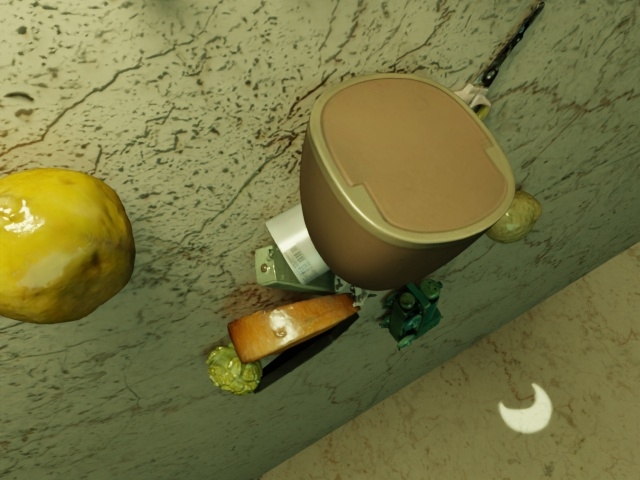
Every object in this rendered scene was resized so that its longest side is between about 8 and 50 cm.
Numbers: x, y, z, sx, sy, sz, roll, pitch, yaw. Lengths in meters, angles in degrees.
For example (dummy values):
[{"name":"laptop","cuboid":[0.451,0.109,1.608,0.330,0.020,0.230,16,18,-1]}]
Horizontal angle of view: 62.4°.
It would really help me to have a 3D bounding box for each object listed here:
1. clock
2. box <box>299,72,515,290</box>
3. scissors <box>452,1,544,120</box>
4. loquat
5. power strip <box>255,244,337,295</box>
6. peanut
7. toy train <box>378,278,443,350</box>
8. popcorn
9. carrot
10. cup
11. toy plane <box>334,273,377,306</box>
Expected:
[{"name":"clock","cuboid":[-0.042,0.288,1.417,0.279,0.049,0.273,-38,174,20]},{"name":"box","cuboid":[0.108,-0.072,0.801,0.300,0.301,0.216,-17,154,-23]},{"name":"scissors","cuboid":[0.275,-0.266,0.916,0.160,0.024,0.317,-5,143,-38]},{"name":"loquat","cuboid":[-0.323,0.009,0.637,0.187,0.176,0.234,-29,163,-2]},{"name":"power strip","cuboid":[-0.039,0.067,1.100,0.052,0.078,0.272,-15,162,30]},{"name":"peanut","cuboid":[0.496,-0.060,1.374,0.159,0.109,0.140,-29,153,1]},{"name":"toy train","cuboid":[0.293,0.221,1.644,0.194,0.120,0.298,-31,153,-14]},{"name":"popcorn","cuboid":[-0.211,0.318,1.297,0.162,0.136,0.141,-42,157,17]},{"name":"carrot","cuboid":[-0.052,0.181,1.187,0.307,0.100,0.258,-17,172,-31]},{"name":"cup","cuboid":[0.003,0.003,0.965,0.142,0.134,0.173,-31,125,-3]},{"name":"toy plane","cuboid":[0.108,0.066,1.183,0.234,0.160,0.082,3,174,-44]}]
